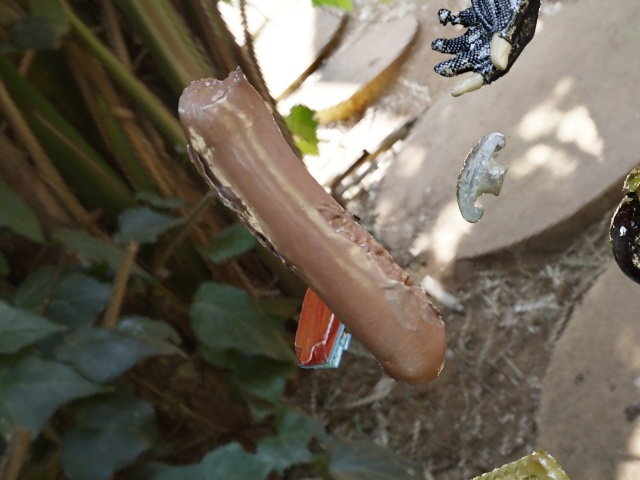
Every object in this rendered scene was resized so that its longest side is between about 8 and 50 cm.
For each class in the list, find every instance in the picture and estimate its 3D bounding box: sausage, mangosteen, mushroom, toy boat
[{"bbox_3d":[0.001,0.000,0.818,0.078,0.304,0.078,-38,15,12],"label":"sausage"},{"bbox_3d":[0.488,-0.036,1.482,0.192,0.217,0.192,-19,26,9],"label":"mangosteen"},{"bbox_3d":[0.172,-0.067,1.153,0.019,0.049,0.101,-44,-30,-84],"label":"mushroom"},{"bbox_3d":[0.012,0.106,1.511,0.069,0.059,0.173,-9,55,34],"label":"toy boat"}]

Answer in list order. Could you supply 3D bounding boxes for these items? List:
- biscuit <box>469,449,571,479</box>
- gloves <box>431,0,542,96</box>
[{"bbox_3d":[0.255,0.341,1.120,0.029,0.254,0.172,-37,-3,-38],"label":"biscuit"},{"bbox_3d":[0.225,-0.271,1.446,0.129,0.106,0.180,30,100,34],"label":"gloves"}]
